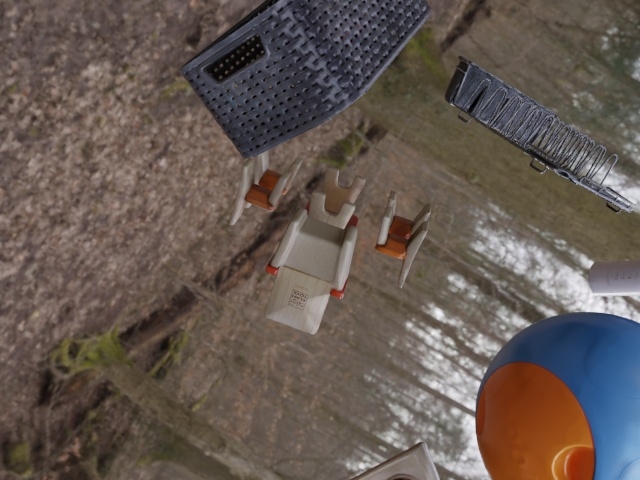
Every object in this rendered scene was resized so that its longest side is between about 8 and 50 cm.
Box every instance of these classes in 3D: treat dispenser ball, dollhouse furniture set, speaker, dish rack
[{"bbox_3d":[0.341,0.234,0.933,0.288,0.288,0.288,-61,-178,4],"label":"treat dispenser ball"},{"bbox_3d":[0.000,0.000,1.004,0.259,0.261,0.135,-64,173,-66],"label":"dollhouse furniture set"},{"bbox_3d":[0.475,0.055,1.105,0.136,0.055,0.055,-8,-134,48],"label":"speaker"},{"bbox_3d":[0.300,-0.136,0.984,0.074,0.208,0.271,-60,-142,18],"label":"dish rack"}]

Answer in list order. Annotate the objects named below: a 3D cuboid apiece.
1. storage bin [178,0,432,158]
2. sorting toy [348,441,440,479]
[{"bbox_3d":[-0.006,-0.155,0.566,0.122,0.084,0.180,-19,-156,42],"label":"storage bin"},{"bbox_3d":[0.112,0.472,1.047,0.229,0.308,0.041,-24,-173,-19],"label":"sorting toy"}]
